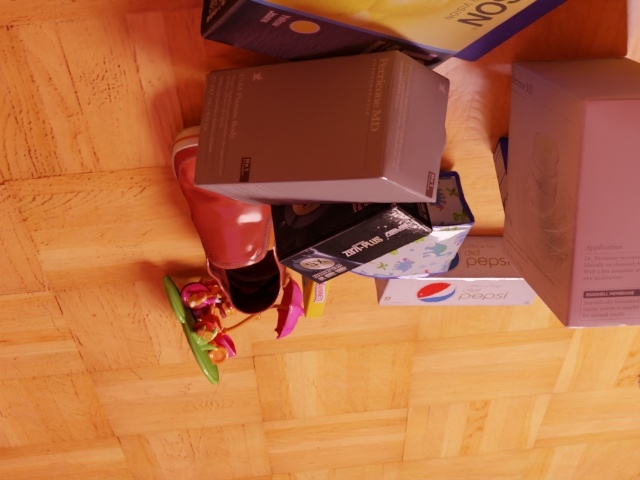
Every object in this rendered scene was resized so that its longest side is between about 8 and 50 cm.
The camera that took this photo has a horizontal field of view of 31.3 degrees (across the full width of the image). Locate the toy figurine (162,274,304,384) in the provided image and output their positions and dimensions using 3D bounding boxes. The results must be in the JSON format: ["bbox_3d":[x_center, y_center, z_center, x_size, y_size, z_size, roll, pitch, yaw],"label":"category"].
[{"bbox_3d":[-0.104,0.087,1.525,0.159,0.130,0.173,-24,121,2],"label":"toy figurine"}]

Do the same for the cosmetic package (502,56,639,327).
[{"bbox_3d":[0.280,-0.057,1.150,0.138,0.224,0.225,-1,108,-7],"label":"cosmetic package"}]

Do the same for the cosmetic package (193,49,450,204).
[{"bbox_3d":[-0.001,-0.104,1.112,0.238,0.127,0.107,-3,167,40],"label":"cosmetic package"}]

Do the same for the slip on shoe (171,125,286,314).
[{"bbox_3d":[-0.096,-0.021,1.334,0.123,0.101,0.331,-6,146,3],"label":"slip on shoe"}]

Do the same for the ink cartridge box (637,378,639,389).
[{"bbox_3d":[0.669,0.216,1.833,0.197,0.114,0.273,3,147,-15],"label":"ink cartridge box"}]

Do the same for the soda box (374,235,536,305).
[{"bbox_3d":[0.182,0.040,1.510,0.216,0.069,0.074,0,147,-12],"label":"soda box"}]

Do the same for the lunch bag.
[{"bbox_3d":[0.091,-0.015,1.381,0.151,0.096,0.129,-8,149,-16],"label":"lunch bag"}]

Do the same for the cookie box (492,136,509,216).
[{"bbox_3d":[0.254,-0.066,1.320,0.091,0.107,0.040,1,148,-10],"label":"cookie box"}]

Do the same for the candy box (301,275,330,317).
[{"bbox_3d":[0.000,0.000,1.379,0.027,0.105,0.206,-1,147,-9],"label":"candy box"}]

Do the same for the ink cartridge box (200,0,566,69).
[{"bbox_3d":[0.089,-0.220,1.007,0.307,0.072,0.303,12,162,-24],"label":"ink cartridge box"}]

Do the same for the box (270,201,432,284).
[{"bbox_3d":[0.024,-0.069,1.204,0.147,0.180,0.077,-25,147,27],"label":"box"}]
